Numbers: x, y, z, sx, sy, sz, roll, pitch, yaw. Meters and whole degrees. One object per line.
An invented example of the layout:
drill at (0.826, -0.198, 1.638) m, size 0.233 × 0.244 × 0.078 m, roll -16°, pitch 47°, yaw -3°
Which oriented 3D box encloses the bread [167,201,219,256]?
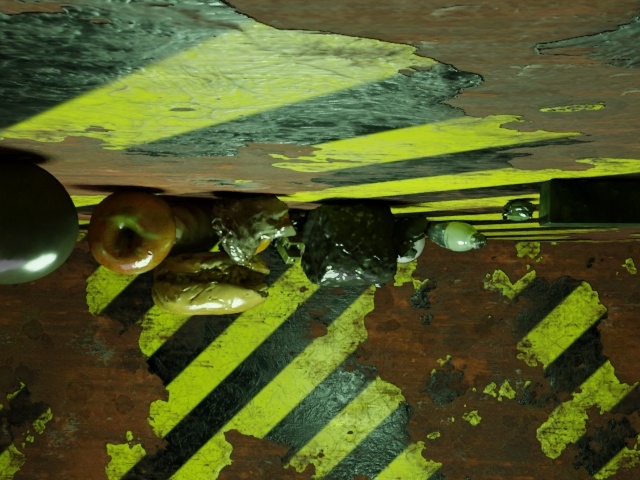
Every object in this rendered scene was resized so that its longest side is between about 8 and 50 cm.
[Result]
bread at (-0.356, -0.031, 1.920) m, size 0.172 × 0.121 × 0.311 m, roll -22°, pitch 175°, yaw 24°

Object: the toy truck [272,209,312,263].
toy truck at (0.000, -0.003, 2.145) m, size 0.257 × 0.127 × 0.127 m, roll -3°, pitch 140°, yaw -30°

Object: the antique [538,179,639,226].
antique at (0.515, -0.065, 1.362) m, size 0.220 × 0.081 × 0.080 m, roll 2°, pitch 178°, yaw 1°

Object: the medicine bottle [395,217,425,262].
medicine bottle at (0.269, 0.004, 2.432) m, size 0.147 × 0.147 × 0.247 m, roll 1°, pitch 177°, yaw 8°

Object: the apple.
apple at (-0.420, -0.022, 1.688) m, size 0.195 × 0.196 × 0.196 m, roll 1°, pitch 178°, yaw 0°

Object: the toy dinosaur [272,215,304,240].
toy dinosaur at (-0.096, -0.036, 2.266) m, size 0.294 × 0.077 × 0.162 m, roll -4°, pitch 169°, yaw 9°

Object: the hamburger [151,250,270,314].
hamburger at (-0.277, 0.109, 1.913) m, size 0.318 × 0.158 × 0.318 m, roll -1°, pitch 177°, yaw 0°

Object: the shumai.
shumai at (-0.152, -0.046, 1.759) m, size 0.175 × 0.166 × 0.206 m, roll -25°, pitch -171°, yaw 3°

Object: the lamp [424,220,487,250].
lamp at (0.422, -0.019, 2.395) m, size 0.101 × 0.101 × 0.250 m, roll 3°, pitch -171°, yaw -38°

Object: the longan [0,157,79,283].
longan at (-0.522, -0.029, 1.243) m, size 0.246 × 0.215 × 0.246 m, roll 10°, pitch 157°, yaw 4°

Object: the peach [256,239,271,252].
peach at (-0.209, -0.026, 2.139) m, size 0.138 × 0.138 × 0.138 m, roll 1°, pitch 178°, yaw 0°

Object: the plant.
plant at (0.121, 0.012, 1.874) m, size 0.312 × 0.213 × 0.215 m, roll 4°, pitch 174°, yaw -27°

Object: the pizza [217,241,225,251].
pizza at (-0.190, -0.046, 1.937) m, size 0.052 × 0.185 × 0.195 m, roll 40°, pitch 155°, yaw 7°

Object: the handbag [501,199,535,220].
handbag at (0.452, -0.069, 1.707) m, size 0.072 × 0.047 × 0.111 m, roll 1°, pitch 180°, yaw -8°
